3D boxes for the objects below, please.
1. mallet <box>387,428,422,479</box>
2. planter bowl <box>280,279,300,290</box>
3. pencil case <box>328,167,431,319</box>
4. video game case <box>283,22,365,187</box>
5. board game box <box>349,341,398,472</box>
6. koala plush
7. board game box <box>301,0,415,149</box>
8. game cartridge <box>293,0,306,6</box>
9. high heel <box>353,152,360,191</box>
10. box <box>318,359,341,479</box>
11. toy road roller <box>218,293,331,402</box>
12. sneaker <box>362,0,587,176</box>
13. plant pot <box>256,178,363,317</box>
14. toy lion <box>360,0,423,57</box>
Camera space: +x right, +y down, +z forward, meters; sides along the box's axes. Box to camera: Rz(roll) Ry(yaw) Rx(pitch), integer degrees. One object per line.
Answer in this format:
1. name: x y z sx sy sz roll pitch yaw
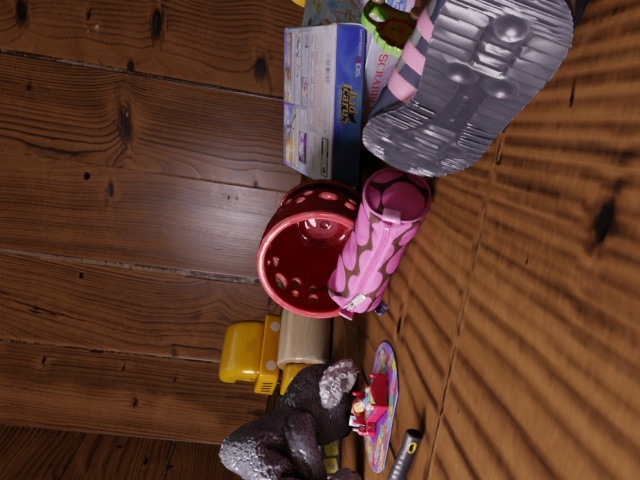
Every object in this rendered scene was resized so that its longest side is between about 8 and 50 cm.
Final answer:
1. mallet: 0.078 0.287 0.579 0.039 0.062 0.190 -108 41 -71
2. planter bowl: -0.049 0.070 1.515 0.162 0.109 0.162 -173 90 -84
3. pencil case: 0.070 0.010 0.692 0.098 0.095 0.209 -53 -15 -41
4. video game case: -0.002 -0.253 0.997 0.244 0.061 0.270 -142 50 -59
5. board game box: 0.065 0.221 0.725 0.133 0.033 0.169 -118 36 -79
6. koala plush: -0.024 0.287 0.843 0.221 0.203 0.196 -61 11 -27
7. board game box: 0.049 -0.388 1.010 0.319 0.065 0.318 -117 30 -42
8. game cartridge: 0.057 -0.704 1.170 0.324 0.052 0.285 -54 -10 -32
9. high heel: 0.038 -0.150 1.088 0.261 0.093 0.186 -76 -7 -58
10. box: 0.011 0.344 1.013 0.114 0.036 0.207 108 168 -54
11. toy road roller: -0.115 0.263 1.285 0.329 0.240 0.203 110 166 -59
12. sneaker: 0.126 -0.155 0.464 0.319 0.112 0.131 135 159 -74
13. plant pot: 0.000 0.000 0.876 0.174 0.191 0.191 -87 8 -59
14. toy lion: 0.102 -0.301 0.764 0.034 0.100 0.096 112 -177 -58
